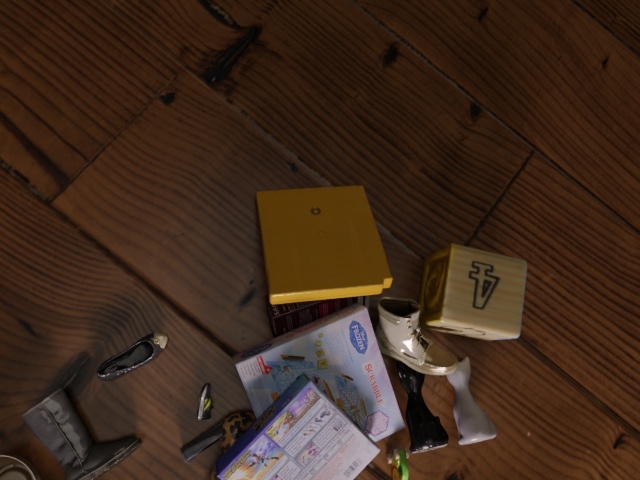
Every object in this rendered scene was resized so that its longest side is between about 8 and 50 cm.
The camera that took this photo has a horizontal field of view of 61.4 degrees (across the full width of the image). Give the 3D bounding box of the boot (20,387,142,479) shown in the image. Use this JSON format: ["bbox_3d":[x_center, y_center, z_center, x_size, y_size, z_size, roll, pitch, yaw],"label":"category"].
[{"bbox_3d":[-0.523,0.417,1.186,0.189,0.076,0.209,-30,78,-16],"label":"boot"}]

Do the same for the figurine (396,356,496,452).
[{"bbox_3d":[0.296,0.385,1.301,0.214,0.092,0.210,-1,63,-18],"label":"figurine"}]

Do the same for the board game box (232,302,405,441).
[{"bbox_3d":[0.002,0.349,1.234,0.317,0.066,0.319,-21,102,-13],"label":"board game box"}]

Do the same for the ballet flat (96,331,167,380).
[{"bbox_3d":[-0.429,0.268,1.237,0.173,0.049,0.057,-33,86,-15],"label":"ballet flat"}]

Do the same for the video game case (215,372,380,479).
[{"bbox_3d":[-0.046,0.467,1.167,0.269,0.061,0.244,-44,108,-7],"label":"video game case"}]

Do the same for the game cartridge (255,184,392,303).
[{"bbox_3d":[0.000,0.000,1.293,0.285,0.053,0.324,-4,51,-10],"label":"game cartridge"}]

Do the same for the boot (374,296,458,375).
[{"bbox_3d":[0.227,0.222,1.267,0.213,0.165,0.077,19,44,21],"label":"boot"}]

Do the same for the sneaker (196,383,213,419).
[{"bbox_3d":[-0.265,0.376,1.255,0.035,0.031,0.083,14,80,-20],"label":"sneaker"}]

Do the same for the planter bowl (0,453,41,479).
[{"bbox_3d":[-0.653,0.519,1.115,0.162,0.109,0.162,2,78,-8],"label":"planter bowl"}]

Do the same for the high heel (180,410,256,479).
[{"bbox_3d":[-0.173,0.524,1.199,0.186,0.093,0.261,-31,76,-8],"label":"high heel"}]

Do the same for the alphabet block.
[{"bbox_3d":[0.366,0.132,1.329,0.197,0.192,0.194,12,74,-6],"label":"alphabet block"}]

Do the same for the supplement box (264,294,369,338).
[{"bbox_3d":[-0.005,0.156,1.285,0.239,0.130,0.073,-18,50,-13],"label":"supplement box"}]

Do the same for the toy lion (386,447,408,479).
[{"bbox_3d":[0.185,0.542,1.259,0.034,0.100,0.096,-2,60,-12],"label":"toy lion"}]
